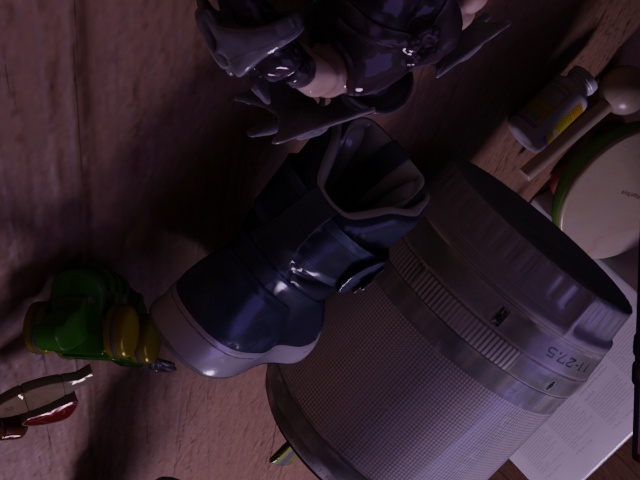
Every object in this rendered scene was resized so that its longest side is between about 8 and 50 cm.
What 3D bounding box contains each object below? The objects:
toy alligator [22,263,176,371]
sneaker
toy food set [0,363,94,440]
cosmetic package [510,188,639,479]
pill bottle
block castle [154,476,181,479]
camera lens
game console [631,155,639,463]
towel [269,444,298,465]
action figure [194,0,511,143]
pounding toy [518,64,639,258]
[{"bbox_3d":[-0.121,0.046,0.548,0.190,0.056,0.051,52,40,-75],"label":"toy alligator"},{"bbox_3d":[0.001,0.001,0.594,0.163,0.086,0.226,-46,174,11],"label":"sneaker"},{"bbox_3d":[-0.192,0.101,0.527,0.122,0.019,0.078,-15,152,-28],"label":"toy food set"},{"bbox_3d":[0.328,0.148,1.266,0.097,0.284,0.377,-29,155,-41],"label":"cosmetic package"},{"bbox_3d":[0.218,-0.124,0.867,0.083,0.043,0.043,-43,160,-3],"label":"pill bottle"},{"bbox_3d":[-0.190,0.361,0.709,0.303,0.213,0.453,-40,179,-39],"label":"block castle"},{"bbox_3d":[0.102,0.093,0.814,0.274,0.219,0.219,-51,159,17],"label":"camera lens"},{"bbox_3d":[0.315,-0.016,0.859,0.387,0.060,0.342,72,24,-46],"label":"game console"},{"bbox_3d":[-0.033,0.271,1.210,0.060,0.009,0.083,-45,159,4],"label":"towel"},{"bbox_3d":[0.037,-0.146,0.409,0.185,0.099,0.285,-42,166,-28],"label":"action figure"},{"bbox_3d":[0.317,-0.094,1.075,0.183,0.110,0.237,-40,134,7],"label":"pounding toy"}]
